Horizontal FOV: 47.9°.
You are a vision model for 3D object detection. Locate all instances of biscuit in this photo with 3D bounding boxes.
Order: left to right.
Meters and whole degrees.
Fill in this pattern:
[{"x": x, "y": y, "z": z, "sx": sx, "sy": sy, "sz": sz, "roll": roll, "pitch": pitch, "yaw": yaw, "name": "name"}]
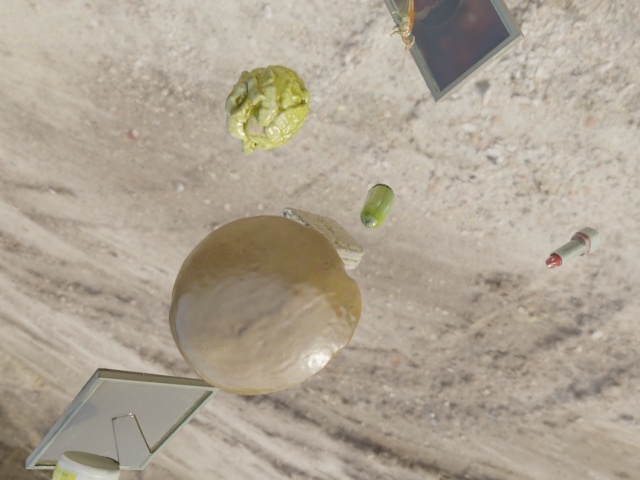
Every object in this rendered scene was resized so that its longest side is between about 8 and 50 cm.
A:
[{"x": 0.000, "y": 0.000, "z": 1.302, "sx": 0.108, "sy": 0.061, "sz": 0.239, "roll": 43, "pitch": -167, "yaw": 20, "name": "biscuit"}]

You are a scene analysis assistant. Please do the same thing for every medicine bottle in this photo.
[{"x": -0.555, "y": 0.616, "z": 1.615, "sx": 0.144, "sy": 0.258, "sz": 0.143, "roll": 16, "pitch": 173, "yaw": 2, "name": "medicine bottle"}]

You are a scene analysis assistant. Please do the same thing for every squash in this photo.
[{"x": 0.175, "y": -0.097, "z": 2.239, "sx": 0.095, "sy": 0.188, "sz": 0.095, "roll": 7, "pitch": 121, "yaw": 11, "name": "squash"}]

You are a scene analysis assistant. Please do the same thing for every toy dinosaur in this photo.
[{"x": 0.138, "y": -0.377, "z": 1.212, "sx": 0.041, "sy": 0.026, "sz": 0.113, "roll": 5, "pitch": 114, "yaw": 20, "name": "toy dinosaur"}]

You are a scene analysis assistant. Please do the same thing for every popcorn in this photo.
[{"x": -0.151, "y": -0.361, "z": 1.951, "sx": 0.259, "sy": 0.259, "sz": 0.212, "roll": 10, "pitch": 159, "yaw": 33, "name": "popcorn"}]

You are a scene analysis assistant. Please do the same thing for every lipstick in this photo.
[{"x": 0.630, "y": 0.027, "z": 1.833, "sx": 0.057, "sy": 0.186, "sz": 0.063, "roll": 30, "pitch": 136, "yaw": 46, "name": "lipstick"}]

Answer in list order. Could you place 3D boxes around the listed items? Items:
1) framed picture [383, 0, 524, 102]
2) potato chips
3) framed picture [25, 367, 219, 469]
[{"x": 0.249, "y": -0.447, "z": 1.416, "sx": 0.211, "sy": 0.020, "sz": 0.289, "roll": -36, "pitch": 68, "yaw": 37, "name": "framed picture"}, {"x": -0.066, "y": 0.069, "z": 0.737, "sx": 0.208, "sy": 0.195, "sz": 0.062, "roll": 13, "pitch": 180, "yaw": 18, "name": "potato chips"}, {"x": -0.496, "y": 0.463, "z": 1.808, "sx": 0.326, "sy": 0.028, "sz": 0.446, "roll": 16, "pitch": 131, "yaw": -38, "name": "framed picture"}]
